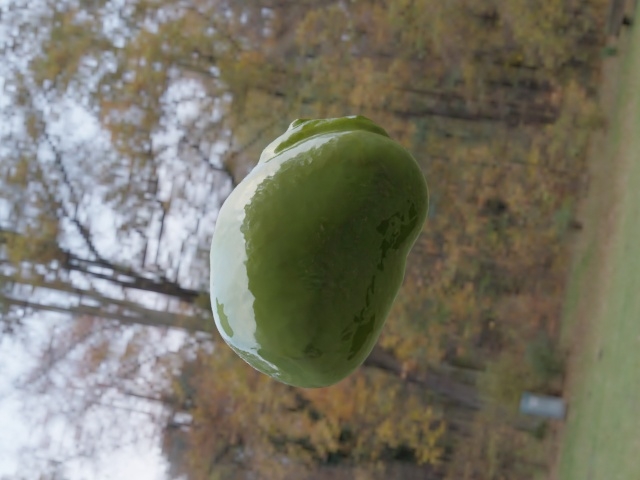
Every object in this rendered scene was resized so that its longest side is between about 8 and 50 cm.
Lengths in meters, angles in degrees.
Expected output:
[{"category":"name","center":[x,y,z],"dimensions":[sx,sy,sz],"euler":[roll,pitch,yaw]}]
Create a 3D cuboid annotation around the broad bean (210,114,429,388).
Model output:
[{"category":"broad bean","center":[0.000,0.000,0.775],"dimensions":[0.174,0.124,0.082],"euler":[-59,5,-29]}]
